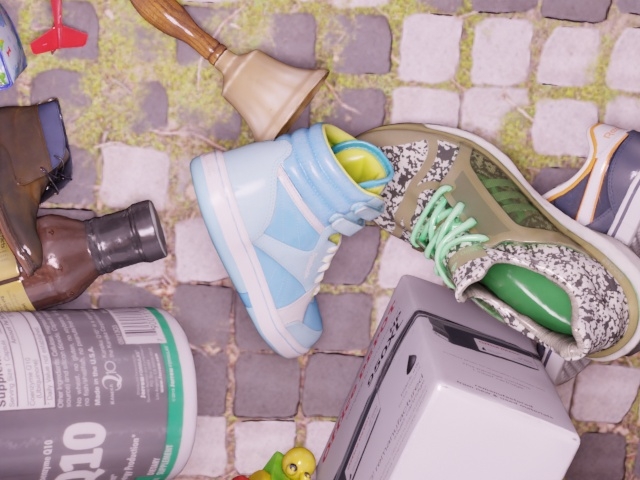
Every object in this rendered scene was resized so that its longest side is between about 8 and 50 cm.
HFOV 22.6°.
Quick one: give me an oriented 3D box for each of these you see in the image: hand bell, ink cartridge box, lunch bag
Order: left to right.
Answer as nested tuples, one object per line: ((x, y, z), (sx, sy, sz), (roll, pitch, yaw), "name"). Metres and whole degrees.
((-0.387, -0.236, 1.737), (0.096, 0.129, 0.151), (-15, 107, 0), "lunch bag")
((-0.123, -0.212, 1.790), (0.242, 0.126, 0.126), (37, 100, 0), "hand bell")
((0.123, 0.238, 1.768), (0.166, 0.395, 0.285), (22, 103, -7), "ink cartridge box")

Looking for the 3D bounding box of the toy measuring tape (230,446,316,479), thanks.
((-0.108, 0.387, 1.938), (0.121, 0.121, 0.330), (34, 101, -12), "toy measuring tape")

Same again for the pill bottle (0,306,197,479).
((-0.335, 0.179, 1.760), (0.361, 0.204, 0.204), (-1, 107, -27), "pill bottle")

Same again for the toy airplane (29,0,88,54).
((-0.292, -0.265, 1.763), (0.151, 0.028, 0.151), (-20, 132, -24), "toy airplane")

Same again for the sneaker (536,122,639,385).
((0.310, 0.011, 1.861), (0.127, 0.126, 0.321), (37, 119, 28), "sneaker")

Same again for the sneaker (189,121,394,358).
((0.000, 0.000, 1.783), (0.208, 0.127, 0.319), (-21, 139, 3), "sneaker")

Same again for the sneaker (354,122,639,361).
((0.174, 0.001, 1.753), (0.410, 0.182, 0.158), (32, 115, 20), "sneaker")

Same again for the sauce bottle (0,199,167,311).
((-0.346, 0.036, 1.825), (0.344, 0.111, 0.111), (-15, 106, 1), "sauce bottle")

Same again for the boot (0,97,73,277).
((-0.315, -0.067, 1.769), (0.106, 0.082, 0.219), (-20, 63, -7), "boot")
